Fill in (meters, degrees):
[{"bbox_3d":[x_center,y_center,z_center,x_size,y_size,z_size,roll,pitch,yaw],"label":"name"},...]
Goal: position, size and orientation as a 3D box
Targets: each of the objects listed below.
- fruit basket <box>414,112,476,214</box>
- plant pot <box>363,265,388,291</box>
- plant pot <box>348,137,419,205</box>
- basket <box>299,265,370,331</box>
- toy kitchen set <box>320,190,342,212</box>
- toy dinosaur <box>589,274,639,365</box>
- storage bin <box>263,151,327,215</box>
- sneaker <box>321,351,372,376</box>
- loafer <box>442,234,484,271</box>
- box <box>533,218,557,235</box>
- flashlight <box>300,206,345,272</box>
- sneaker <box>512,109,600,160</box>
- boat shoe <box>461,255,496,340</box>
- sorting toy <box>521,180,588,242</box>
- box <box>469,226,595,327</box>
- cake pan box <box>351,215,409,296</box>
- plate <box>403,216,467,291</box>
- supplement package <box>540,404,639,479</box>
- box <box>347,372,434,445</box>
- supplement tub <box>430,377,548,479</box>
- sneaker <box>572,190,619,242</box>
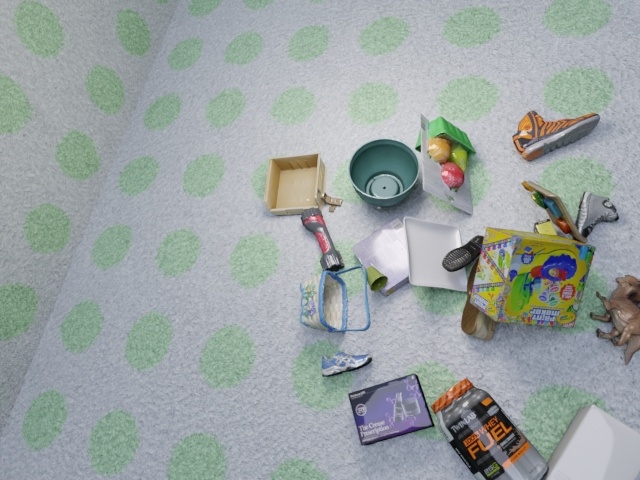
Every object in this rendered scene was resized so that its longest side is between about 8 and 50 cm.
[{"bbox_3d":[0.506,-0.306,1.765,0.165,0.326,0.353,-16,63,50],"label":"fruit basket"},{"bbox_3d":[0.213,0.146,1.716,0.083,0.083,0.079,-37,48,2],"label":"plant pot"},{"bbox_3d":[0.274,-0.261,1.856,0.292,0.196,0.293,-4,65,8],"label":"plant pot"},{"bbox_3d":[0.061,0.248,1.722,0.288,0.201,0.255,-14,63,25],"label":"basket"},{"bbox_3d":[0.046,-0.176,1.981,0.083,0.075,0.068,10,73,23],"label":"toy kitchen set"},{"bbox_3d":[1.029,0.252,1.425,0.200,0.127,0.296,-11,70,8],"label":"toy dinosaur"},{"bbox_3d":[-0.117,-0.264,2.050,0.262,0.123,0.261,-3,67,18],"label":"storage bin"},{"bbox_3d":[0.098,0.471,1.684,0.211,0.080,0.081,-17,67,11],"label":"sneaker"},{"bbox_3d":[0.560,0.064,1.667,0.220,0.078,0.080,-28,57,-17],"label":"loafer"},{"bbox_3d":[0.859,0.041,1.592,0.058,0.087,0.232,-18,64,14],"label":"box"},{"bbox_3d":[0.000,0.000,1.911,0.103,0.103,0.304,-38,58,32],"label":"flashlight"},{"bbox_3d":[0.942,-0.472,1.757,0.321,0.124,0.180,-23,63,9],"label":"sneaker"},{"bbox_3d":[0.620,0.197,1.608,0.110,0.121,0.341,23,77,-12],"label":"boat shoe"},{"bbox_3d":[0.838,-0.118,1.588,0.041,0.307,0.229,-38,105,15],"label":"sorting toy"},{"bbox_3d":[0.697,0.119,1.440,0.289,0.177,0.279,6,102,-11],"label":"box"},{"bbox_3d":[0.293,0.061,1.797,0.245,0.070,0.267,-35,61,1],"label":"cake pan box"},{"bbox_3d":[0.440,0.059,1.681,0.277,0.045,0.278,9,66,-23],"label":"plate"},{"bbox_3d":[0.809,0.670,1.289,0.175,0.177,0.293,32,82,28],"label":"supplement package"},{"bbox_3d":[0.253,0.611,1.559,0.261,0.103,0.184,-21,60,10],"label":"box"},{"bbox_3d":[0.528,0.633,1.389,0.207,0.207,0.338,-39,61,0],"label":"supplement tub"},{"bbox_3d":[1.018,-0.072,1.585,0.132,0.086,0.229,15,73,22],"label":"sneaker"}]
